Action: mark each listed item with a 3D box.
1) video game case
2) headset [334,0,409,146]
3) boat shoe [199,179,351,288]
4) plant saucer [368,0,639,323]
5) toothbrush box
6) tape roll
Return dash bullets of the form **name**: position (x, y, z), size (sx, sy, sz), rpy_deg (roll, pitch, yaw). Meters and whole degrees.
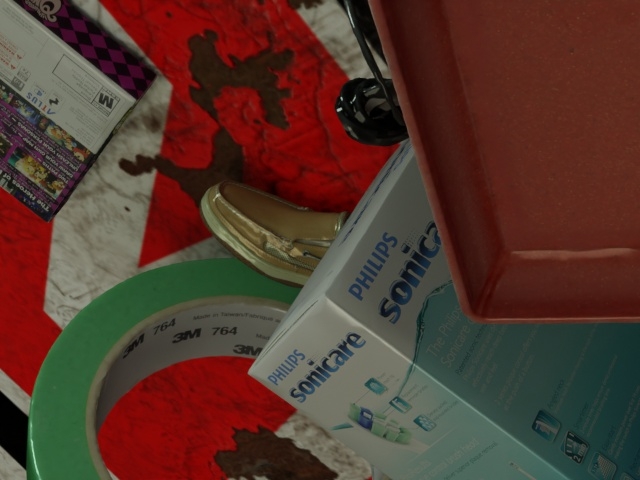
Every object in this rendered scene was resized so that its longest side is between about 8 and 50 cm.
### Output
- **video game case**: position (-0.267, -0.141, 1.156), size (0.232, 0.042, 0.210), rpy_deg (39, 140, -6)
- **headset**: position (0.058, -0.240, 0.709), size (0.243, 0.185, 0.394), rpy_deg (25, 117, 45)
- **boat shoe**: position (0.000, 0.000, 1.114), size (0.190, 0.068, 0.072), rpy_deg (30, 129, -11)
- **plant saucer**: position (0.175, -0.053, 0.681), size (0.258, 0.047, 0.259), rpy_deg (-2, 141, 17)
- **toothbrush box**: position (0.136, 0.078, 0.974), size (0.295, 0.216, 0.126), rpy_deg (37, 140, -5)
- **tape roll**: position (-0.062, 0.159, 1.104), size (0.321, 0.321, 0.077), rpy_deg (26, 139, 9)
